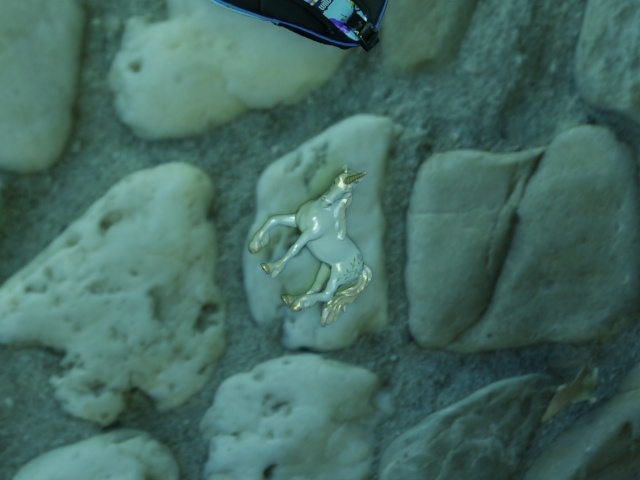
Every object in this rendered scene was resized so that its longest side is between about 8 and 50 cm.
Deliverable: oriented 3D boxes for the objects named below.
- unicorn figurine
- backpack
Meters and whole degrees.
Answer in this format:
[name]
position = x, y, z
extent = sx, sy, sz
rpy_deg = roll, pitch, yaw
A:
[unicorn figurine]
position = 0.000, 0.000, 1.047
extent = 0.111, 0.060, 0.162
rpy_deg = -35, 144, -4
[backpack]
position = -0.024, -0.230, 0.852
extent = 0.173, 0.117, 0.158
rpy_deg = 11, 114, -31
